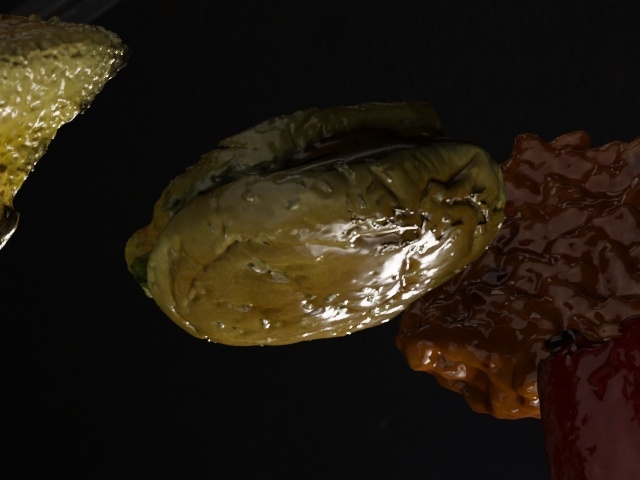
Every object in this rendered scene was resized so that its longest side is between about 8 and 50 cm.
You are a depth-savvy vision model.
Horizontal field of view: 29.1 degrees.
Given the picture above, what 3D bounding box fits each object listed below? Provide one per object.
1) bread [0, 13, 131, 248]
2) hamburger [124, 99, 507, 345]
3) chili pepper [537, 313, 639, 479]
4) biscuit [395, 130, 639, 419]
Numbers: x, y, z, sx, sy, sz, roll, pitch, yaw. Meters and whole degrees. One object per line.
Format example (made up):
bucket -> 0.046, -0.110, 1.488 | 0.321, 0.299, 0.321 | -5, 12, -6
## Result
bread -> -0.278, -0.090, 0.914 | 0.251, 0.174, 0.133 | -58, -43, -11
hamburger -> 0.001, 0.000, 0.955 | 0.285, 0.265, 0.134 | -47, -117, 49
chili pepper -> 0.153, 0.146, 0.472 | 0.136, 0.252, 0.144 | 3, -31, 1
biscuit -> 0.243, 0.028, 1.109 | 0.318, 0.312, 0.110 | 3, -40, 30
